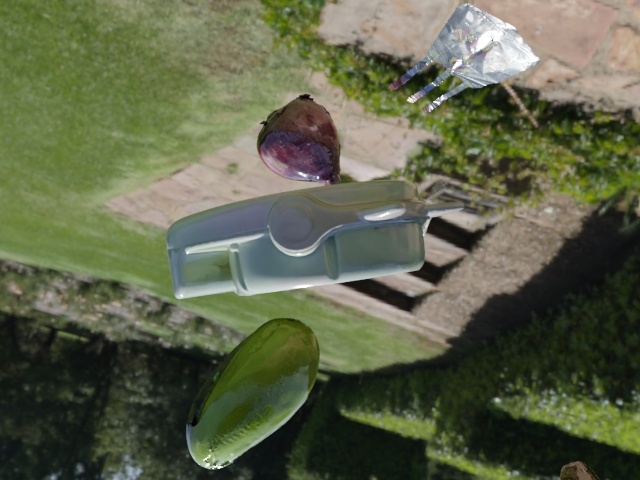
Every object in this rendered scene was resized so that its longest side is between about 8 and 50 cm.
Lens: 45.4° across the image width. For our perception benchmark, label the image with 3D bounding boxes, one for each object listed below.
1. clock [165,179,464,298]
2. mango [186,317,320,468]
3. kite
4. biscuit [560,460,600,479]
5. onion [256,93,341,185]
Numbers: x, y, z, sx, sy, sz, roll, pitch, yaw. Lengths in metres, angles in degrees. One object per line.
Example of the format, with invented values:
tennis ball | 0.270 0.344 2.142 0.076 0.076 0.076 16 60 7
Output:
clock | 0.000 0.000 0.909 0.324 0.108 0.265 -10 176 41
mango | -0.060 0.147 0.722 0.074 0.165 0.091 24 164 50
kite | 0.195 -0.253 1.119 0.141 0.015 0.245 35 152 -17
biscuit | 0.365 0.390 0.950 0.039 0.236 0.180 -30 169 25
onion | -0.027 -0.173 1.470 0.195 0.159 0.159 49 166 2
